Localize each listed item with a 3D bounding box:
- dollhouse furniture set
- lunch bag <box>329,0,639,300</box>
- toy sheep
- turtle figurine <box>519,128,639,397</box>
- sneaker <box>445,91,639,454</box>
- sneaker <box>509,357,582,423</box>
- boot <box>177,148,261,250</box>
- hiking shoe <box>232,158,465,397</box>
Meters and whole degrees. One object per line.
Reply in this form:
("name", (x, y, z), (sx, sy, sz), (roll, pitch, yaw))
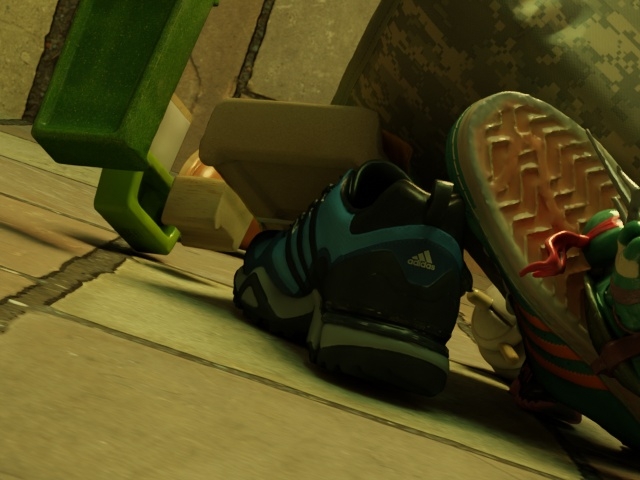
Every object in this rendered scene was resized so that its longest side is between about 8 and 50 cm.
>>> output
("dollhouse furniture set", (-0.029, -0.082, 1.403), (0.301, 0.151, 0.197), (7, -26, 29))
("lunch bag", (0.144, -0.090, 1.336), (0.235, 0.169, 0.287), (45, -33, 6))
("toy sheep", (0.163, 0.072, 1.489), (0.132, 0.091, 0.091), (39, -10, -35))
("turtle figurine", (0.214, 0.050, 1.099), (0.175, 0.234, 0.118), (-5, -25, -47))
("sneaker", (0.160, 0.038, 1.212), (0.302, 0.108, 0.121), (53, -27, -17))
("sneaker", (0.164, 0.095, 1.333), (0.047, 0.057, 0.119), (20, 4, -7))
("boot", (0.000, 0.000, 1.822), (0.220, 0.109, 0.283), (25, -1, 31))
("hiking shoe", (0.029, 0.013, 1.237), (0.113, 0.132, 0.304), (18, 2, -20))
